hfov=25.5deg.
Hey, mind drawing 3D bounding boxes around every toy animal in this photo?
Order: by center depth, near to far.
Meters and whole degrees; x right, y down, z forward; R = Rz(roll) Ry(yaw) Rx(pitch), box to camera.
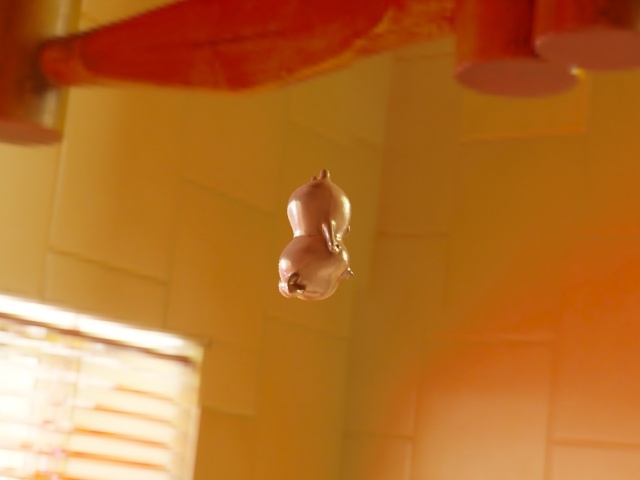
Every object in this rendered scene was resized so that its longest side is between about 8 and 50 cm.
[{"bbox_3d":[-0.007,-0.001,1.466,0.089,0.150,0.083,3,158,22],"label":"toy animal"}]
